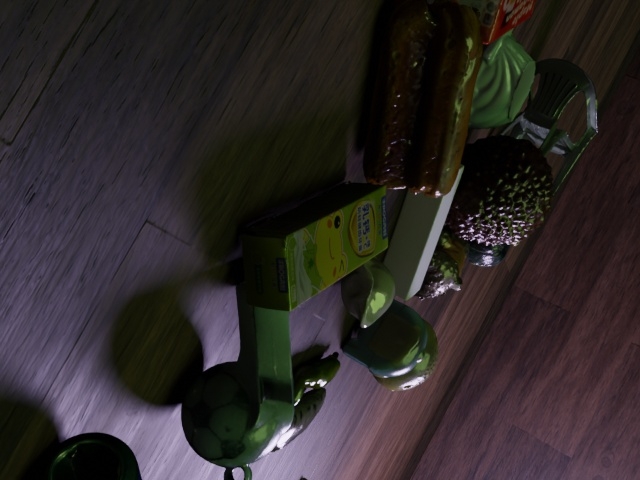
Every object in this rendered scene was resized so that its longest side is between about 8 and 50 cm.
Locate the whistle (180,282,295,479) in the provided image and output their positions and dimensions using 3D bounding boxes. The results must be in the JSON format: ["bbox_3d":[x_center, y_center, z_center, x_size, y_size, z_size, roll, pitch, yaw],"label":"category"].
[{"bbox_3d":[-0.124,0.213,1.261,0.163,0.164,0.289,50,33,-68],"label":"whistle"}]

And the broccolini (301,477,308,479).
[{"bbox_3d":[-0.087,0.666,2.005,0.254,0.057,0.071,-52,-160,-18],"label":"broccolini"}]

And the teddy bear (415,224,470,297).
[{"bbox_3d":[0.273,0.039,1.985,0.177,0.140,0.190,92,24,-44],"label":"teddy bear"}]

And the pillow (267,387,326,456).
[{"bbox_3d":[-0.058,0.350,1.678,0.241,0.051,0.093,-21,129,-63],"label":"pillow"}]

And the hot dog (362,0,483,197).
[{"bbox_3d":[0.157,-0.219,1.356,0.117,0.158,0.348,-67,166,-49],"label":"hot dog"}]

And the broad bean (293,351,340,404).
[{"bbox_3d":[-0.010,0.261,1.686,0.214,0.048,0.070,-25,138,-58],"label":"broad bean"}]

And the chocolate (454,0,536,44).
[{"bbox_3d":[0.303,-0.458,1.463,0.237,0.108,0.234,-40,151,-49],"label":"chocolate"}]

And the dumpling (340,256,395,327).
[{"bbox_3d":[0.088,0.071,1.621,0.169,0.100,0.134,-44,138,-45],"label":"dumpling"}]

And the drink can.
[{"bbox_3d":[-0.266,0.324,1.054,0.118,0.118,0.204,-48,156,-35],"label":"drink can"}]

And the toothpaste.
[{"bbox_3d":[0.000,0.000,1.296,0.327,0.077,0.110,-29,118,-57],"label":"toothpaste"}]

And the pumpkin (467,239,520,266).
[{"bbox_3d":[0.446,-0.031,2.269,0.212,0.152,0.211,11,90,-72],"label":"pumpkin"}]

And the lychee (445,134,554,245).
[{"bbox_3d":[0.363,-0.098,1.872,0.271,0.271,0.271,-50,156,-31],"label":"lychee"}]

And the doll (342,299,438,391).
[{"bbox_3d":[0.171,0.234,1.929,0.177,0.162,0.260,-61,157,-10],"label":"doll"}]

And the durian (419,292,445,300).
[{"bbox_3d":[0.293,0.105,2.195,0.110,0.071,0.140,-65,164,8],"label":"durian"}]

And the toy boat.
[{"bbox_3d":[0.375,-0.325,1.813,0.199,0.100,0.290,-57,161,-16],"label":"toy boat"}]

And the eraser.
[{"bbox_3d":[0.201,-0.027,1.795,0.076,0.078,0.298,-29,141,-56],"label":"eraser"}]

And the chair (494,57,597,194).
[{"bbox_3d":[0.543,-0.277,2.140,0.274,0.203,0.190,-54,147,-8],"label":"chair"}]
